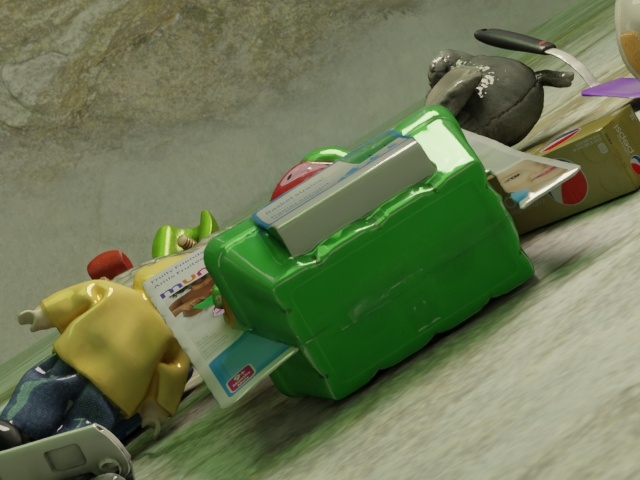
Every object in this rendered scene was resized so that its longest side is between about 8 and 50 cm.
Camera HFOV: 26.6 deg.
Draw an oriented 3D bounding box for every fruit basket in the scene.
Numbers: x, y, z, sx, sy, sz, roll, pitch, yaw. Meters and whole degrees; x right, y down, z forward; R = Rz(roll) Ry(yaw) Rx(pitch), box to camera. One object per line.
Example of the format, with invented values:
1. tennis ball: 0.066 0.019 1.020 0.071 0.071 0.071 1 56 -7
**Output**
1. fruit basket: 0.009 -0.014 1.148 0.327 0.165 0.353 -32 25 -7

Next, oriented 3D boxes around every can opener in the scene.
1. can opener: -0.283 0.224 1.101 0.283 0.076 0.095 -18 20 13

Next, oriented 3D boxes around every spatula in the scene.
1. spatula: 0.291 -0.213 1.616 0.084 0.030 0.296 -20 35 -32

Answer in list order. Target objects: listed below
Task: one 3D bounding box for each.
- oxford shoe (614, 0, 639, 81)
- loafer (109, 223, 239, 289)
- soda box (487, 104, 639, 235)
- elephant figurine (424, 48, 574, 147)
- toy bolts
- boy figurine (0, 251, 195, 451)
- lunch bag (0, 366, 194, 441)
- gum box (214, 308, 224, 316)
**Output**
1. oxford shoe: 0.434 -0.280 1.527 0.130 0.169 0.449 -50 -5 36
2. loafer: -0.149 0.064 1.624 0.112 0.111 0.319 -6 12 41
3. soda box: 0.206 -0.054 1.195 0.181 0.061 0.058 -25 10 47
4. elephant figurine: 0.167 -0.128 1.637 0.239 0.169 0.186 -46 -18 -53
5. toy bolts: -0.196 0.096 1.841 0.228 0.158 0.218 -16 54 31
6. boy figurine: -0.206 0.109 1.306 0.285 0.177 0.092 -53 -4 -32
7. lunch bag: -0.255 0.177 1.448 0.219 0.090 0.176 -25 7 42
8. gum box: -0.063 0.083 1.389 0.107 0.062 0.188 -33 7 -13
